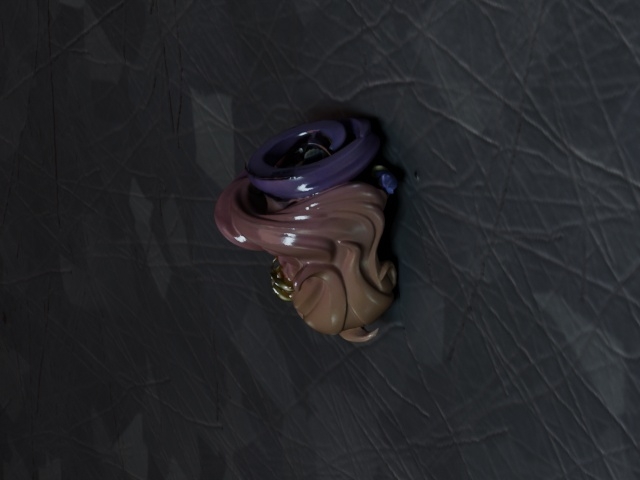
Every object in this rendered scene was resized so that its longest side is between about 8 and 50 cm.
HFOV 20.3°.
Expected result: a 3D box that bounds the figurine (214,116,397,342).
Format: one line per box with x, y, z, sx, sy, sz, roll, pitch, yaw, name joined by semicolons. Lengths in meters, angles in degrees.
-0.002;-0.001;1.221;0.114;0.126;0.157;-41;-58;-75;figurine
